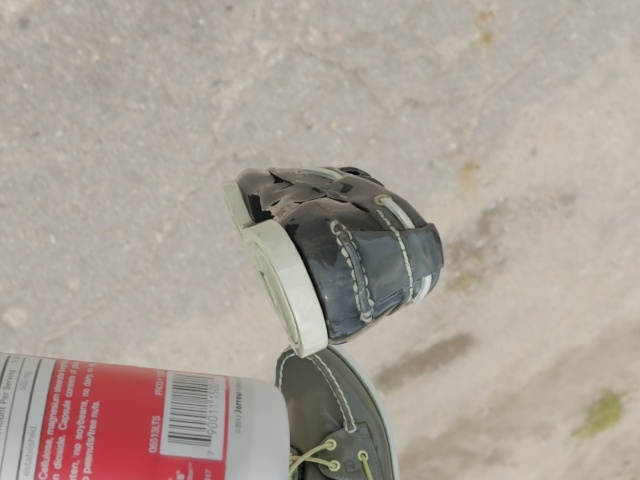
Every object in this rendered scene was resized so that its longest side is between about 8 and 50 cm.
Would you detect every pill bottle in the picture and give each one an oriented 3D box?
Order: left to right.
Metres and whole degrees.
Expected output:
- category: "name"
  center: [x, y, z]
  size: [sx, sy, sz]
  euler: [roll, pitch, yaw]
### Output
- category: "pill bottle"
  center: [-0.242, 0.212, 1.085]
  size: [0.408, 0.229, 0.229]
  euler: [7, 134, -7]

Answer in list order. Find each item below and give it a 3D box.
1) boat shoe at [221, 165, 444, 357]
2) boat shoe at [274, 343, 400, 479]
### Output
- category: "boat shoe"
  center: [0.000, 0.000, 0.638]
  size: [0.079, 0.233, 0.084]
  euler: [-26, 102, -6]
- category: "boat shoe"
  center: [0.019, 0.242, 1.276]
  size: [0.109, 0.305, 0.091]
  euler: [-22, 173, 30]
